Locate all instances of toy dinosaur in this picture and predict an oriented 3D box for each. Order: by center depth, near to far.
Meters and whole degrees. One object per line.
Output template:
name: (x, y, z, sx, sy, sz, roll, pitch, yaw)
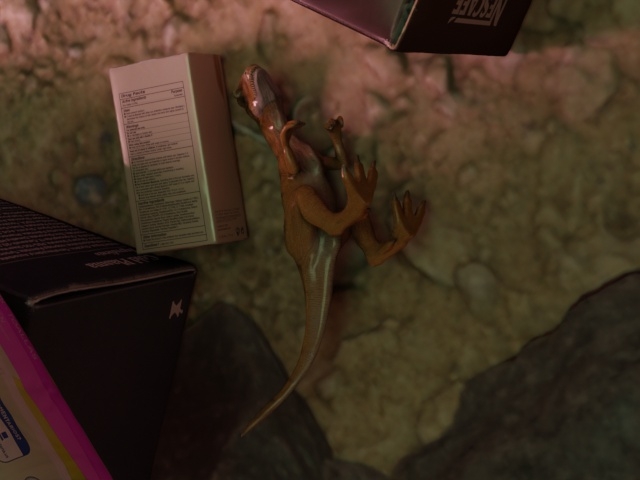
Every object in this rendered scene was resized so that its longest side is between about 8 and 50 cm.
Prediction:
toy dinosaur: (0.000, 0.000, 0.823, 0.112, 0.064, 0.211, -15, 79, 44)

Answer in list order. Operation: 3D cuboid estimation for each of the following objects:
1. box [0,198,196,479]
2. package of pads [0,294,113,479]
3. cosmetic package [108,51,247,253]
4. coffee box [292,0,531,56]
box: (-0.284, 0.136, 0.895, 0.313, 0.179, 0.343, 17, 102, 22)
package of pads: (-0.259, 0.137, 0.731, 0.296, 0.101, 0.229, -37, 78, 23)
cosmetic package: (-0.085, -0.052, 0.859, 0.060, 0.041, 0.115, -6, 92, 26)
coffee box: (-0.032, -0.207, 0.750, 0.297, 0.168, 0.118, 28, 106, 21)
